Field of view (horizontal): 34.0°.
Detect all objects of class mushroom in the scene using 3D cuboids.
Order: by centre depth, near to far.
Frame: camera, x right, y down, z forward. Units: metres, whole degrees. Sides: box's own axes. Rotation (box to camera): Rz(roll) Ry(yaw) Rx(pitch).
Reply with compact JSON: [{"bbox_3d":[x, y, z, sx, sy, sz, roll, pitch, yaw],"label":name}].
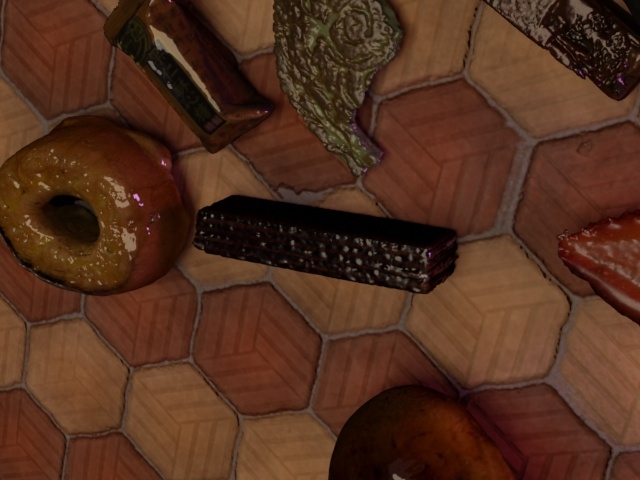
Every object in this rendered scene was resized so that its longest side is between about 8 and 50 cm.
[{"bbox_3d":[0.169,0.383,1.508,0.345,0.260,0.345,8,100,53],"label":"mushroom"}]

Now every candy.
[{"bbox_3d":[-0.201,-0.252,1.521,0.143,0.101,0.271,-35,102,35],"label":"candy"}]

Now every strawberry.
[{"bbox_3d":[0.421,0.038,1.307,0.228,0.098,0.174,-3,103,32],"label":"strawberry"}]

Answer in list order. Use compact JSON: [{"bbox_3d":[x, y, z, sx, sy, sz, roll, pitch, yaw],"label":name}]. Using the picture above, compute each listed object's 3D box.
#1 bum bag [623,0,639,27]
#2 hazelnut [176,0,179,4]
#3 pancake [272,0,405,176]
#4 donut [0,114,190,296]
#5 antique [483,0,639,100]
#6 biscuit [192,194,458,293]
[{"bbox_3d":[0.358,-0.352,1.212,0.340,0.095,0.144,51,123,22],"label":"bum bag"},{"bbox_3d":[-0.256,-0.359,1.555,0.086,0.086,0.086,9,109,26],"label":"hazelnut"},{"bbox_3d":[0.030,-0.275,1.448,0.197,0.054,0.376,2,108,29],"label":"pancake"},{"bbox_3d":[-0.365,-0.048,1.671,0.317,0.150,0.299,-27,94,32],"label":"donut"},{"bbox_3d":[0.277,-0.296,1.281,0.310,0.093,0.087,43,120,10],"label":"antique"},{"bbox_3d":[0.000,0.000,1.512,0.388,0.107,0.073,9,109,26],"label":"biscuit"}]
